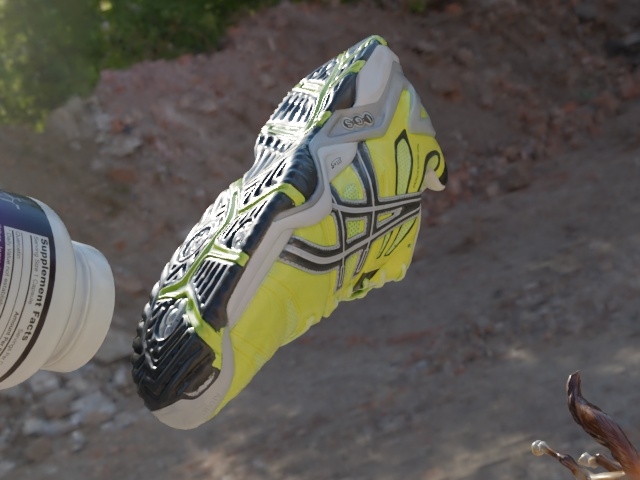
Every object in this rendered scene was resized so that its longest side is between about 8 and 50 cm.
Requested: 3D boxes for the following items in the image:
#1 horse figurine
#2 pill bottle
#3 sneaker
[{"bbox_3d":[0.279,0.240,1.101,0.066,0.263,0.174,-36,15,-18],"label":"horse figurine"},{"bbox_3d":[-0.342,0.029,1.113,0.181,0.182,0.323,-12,-20,40],"label":"pill bottle"},{"bbox_3d":[0.000,0.000,0.963,0.145,0.147,0.385,-23,25,47],"label":"sneaker"}]
